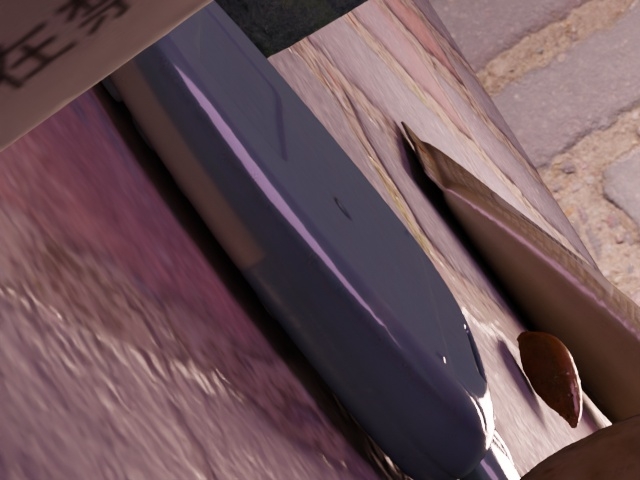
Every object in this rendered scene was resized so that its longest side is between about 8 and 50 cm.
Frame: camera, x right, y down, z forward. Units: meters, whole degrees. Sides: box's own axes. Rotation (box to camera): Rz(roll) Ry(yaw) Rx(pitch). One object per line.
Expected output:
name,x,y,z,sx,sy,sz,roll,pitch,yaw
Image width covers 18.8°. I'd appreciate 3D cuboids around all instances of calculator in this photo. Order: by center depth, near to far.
calculator,0.000,0.000,0.784,0.302,0.042,0.188,50,10,-20

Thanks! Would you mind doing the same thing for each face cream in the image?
face cream,0.186,0.042,1.506,0.341,0.084,0.137,45,10,-17

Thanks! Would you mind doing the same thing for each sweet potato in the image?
sweet potato,0.155,0.089,1.287,0.034,0.034,0.095,47,10,-43

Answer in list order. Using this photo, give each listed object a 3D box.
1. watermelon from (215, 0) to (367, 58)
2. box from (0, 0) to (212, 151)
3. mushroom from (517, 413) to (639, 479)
watermelon,-0.018,-0.247,1.064,0.175,0.188,0.322,47,14,-40
box,-0.086,-0.116,0.233,0.095,0.210,0.330,59,9,21
mushroom,0.183,0.169,0.701,0.195,0.189,0.253,39,22,-53
